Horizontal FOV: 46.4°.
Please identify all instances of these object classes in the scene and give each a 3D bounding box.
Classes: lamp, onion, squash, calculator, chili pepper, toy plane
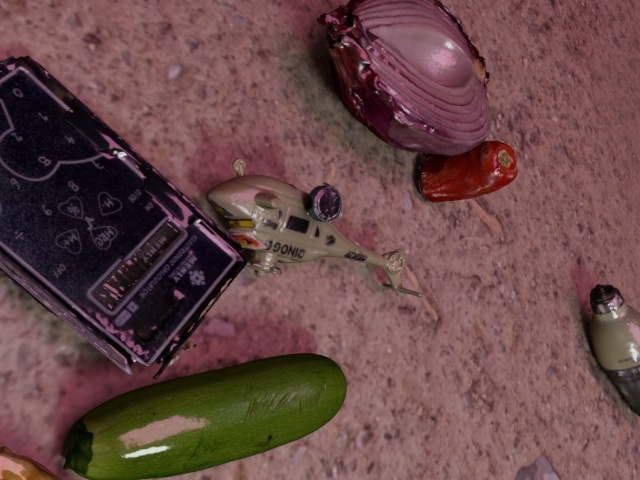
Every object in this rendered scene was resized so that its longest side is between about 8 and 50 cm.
[{"bbox_3d":[0.491,0.183,1.183,0.101,0.101,0.250,-41,109,-44],"label":"lamp"},{"bbox_3d":[0.083,-0.210,0.923,0.284,0.120,0.227,11,60,-41],"label":"onion"},{"bbox_3d":[-0.078,0.151,0.656,0.292,0.082,0.082,-4,77,-44],"label":"squash"},{"bbox_3d":[-0.200,-0.024,0.617,0.274,0.028,0.165,42,48,-9],"label":"calculator"},{"bbox_3d":[0.195,-0.091,0.982,0.073,0.123,0.070,-41,116,-52],"label":"chili pepper"},{"bbox_3d":[0.000,0.000,0.794,0.286,0.092,0.108,17,84,-38],"label":"toy plane"}]

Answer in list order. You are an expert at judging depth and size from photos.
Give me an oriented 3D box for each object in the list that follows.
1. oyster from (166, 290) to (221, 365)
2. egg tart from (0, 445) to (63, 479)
[{"bbox_3d":[-0.116,0.076,0.663,0.083,0.081,0.038,-26,129,-23],"label":"oyster"},{"bbox_3d":[-0.234,0.266,0.429,0.319,0.128,0.319,19,60,-36],"label":"egg tart"}]
